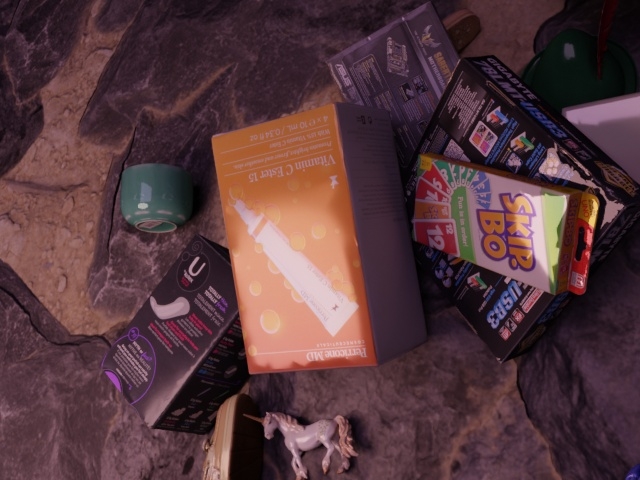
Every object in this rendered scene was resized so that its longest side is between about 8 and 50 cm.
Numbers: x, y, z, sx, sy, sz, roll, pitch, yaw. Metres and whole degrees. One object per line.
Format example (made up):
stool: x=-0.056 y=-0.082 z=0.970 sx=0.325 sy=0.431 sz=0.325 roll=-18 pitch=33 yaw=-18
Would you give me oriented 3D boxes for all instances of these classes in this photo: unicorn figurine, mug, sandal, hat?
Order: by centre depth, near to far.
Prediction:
hat: x=0.344 y=-0.260 z=1.012 sx=0.172 sy=0.183 sz=0.209 roll=5 pitch=76 yaw=28
unicorn figurine: x=-0.024 y=0.303 z=1.103 sx=0.161 sy=0.060 sz=0.111 roll=-14 pitch=66 yaw=6
sandal: x=0.171 y=-0.265 z=1.164 sx=0.240 sy=0.088 sz=0.079 roll=-42 pitch=53 yaw=4
mug: x=-0.295 y=-0.066 z=1.336 sx=0.129 sy=0.158 sz=0.098 roll=-3 pitch=73 yaw=2

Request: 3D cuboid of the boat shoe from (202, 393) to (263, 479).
boat shoe: x=-0.152 y=0.376 z=1.113 sx=0.089 sy=0.104 sz=0.286 roll=-2 pitch=73 yaw=25

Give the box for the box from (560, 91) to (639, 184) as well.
box: x=0.473 y=-0.136 z=0.910 sx=0.310 sy=0.148 sz=0.121 roll=-9 pitch=94 yaw=27

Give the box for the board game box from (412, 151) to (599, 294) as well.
board game box: x=0.220 y=-0.025 z=0.917 sx=0.259 sy=0.039 sz=0.124 roll=22 pitch=118 yaw=45

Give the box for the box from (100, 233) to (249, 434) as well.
box: x=-0.195 y=0.155 z=1.186 sx=0.165 sy=0.143 sz=0.270 roll=39 pitch=94 yaw=33

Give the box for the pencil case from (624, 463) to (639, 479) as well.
pencil case: x=0.469 y=0.338 z=0.783 sx=0.306 sy=0.119 sz=0.133 roll=15 pitch=105 yaw=31

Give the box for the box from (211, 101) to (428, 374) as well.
box: x=0.000 y=0.000 z=1.050 sx=0.214 sy=0.168 sz=0.346 roll=-10 pitch=89 yaw=31

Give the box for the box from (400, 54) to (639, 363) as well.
box: x=0.235 y=-0.040 z=0.975 sx=0.293 sy=0.073 sz=0.296 roll=51 pitch=138 yaw=30

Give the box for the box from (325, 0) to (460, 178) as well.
box: x=0.139 y=-0.216 z=1.121 sx=0.183 sy=0.056 sz=0.231 roll=-26 pitch=94 yaw=18
